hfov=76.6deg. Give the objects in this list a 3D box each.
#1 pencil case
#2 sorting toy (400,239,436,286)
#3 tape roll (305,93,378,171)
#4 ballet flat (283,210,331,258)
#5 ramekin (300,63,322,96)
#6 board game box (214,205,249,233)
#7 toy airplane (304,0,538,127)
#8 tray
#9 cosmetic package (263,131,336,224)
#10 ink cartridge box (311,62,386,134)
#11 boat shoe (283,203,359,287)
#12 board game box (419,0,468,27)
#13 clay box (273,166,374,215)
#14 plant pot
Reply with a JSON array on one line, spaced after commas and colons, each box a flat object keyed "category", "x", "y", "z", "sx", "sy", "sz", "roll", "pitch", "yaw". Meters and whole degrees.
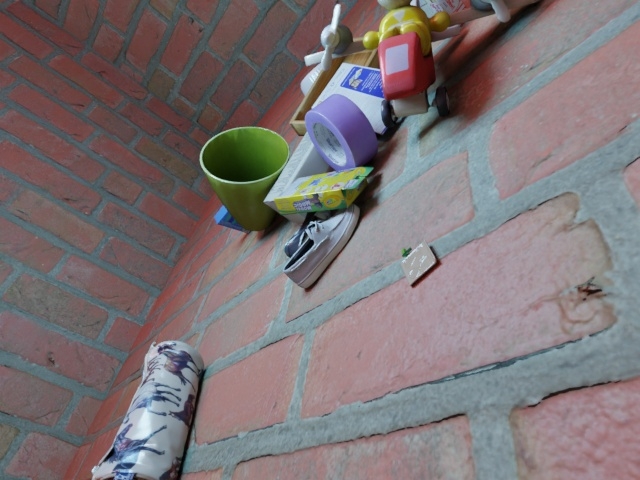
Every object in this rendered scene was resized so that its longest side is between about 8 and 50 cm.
[{"category": "pencil case", "x": -0.419, "y": 0.445, "z": 1.025, "sx": 0.160, "sy": 0.183, "sz": 0.410, "roll": -46, "pitch": 23, "yaw": 23}, {"category": "sorting toy", "x": 0.155, "y": 0.029, "z": 0.656, "sx": 0.062, "sy": 0.012, "sz": 0.083, "roll": -51, "pitch": 26, "yaw": 24}, {"category": "tape roll", "x": 0.051, "y": -0.261, "z": 1.014, "sx": 0.080, "sy": 0.189, "sz": 0.189, "roll": -40, "pitch": 19, "yaw": -13}, {"category": "ballet flat", "x": -0.013, "y": -0.034, "z": 1.025, "sx": 0.203, "sy": 0.074, "sz": 0.074, "roll": -57, "pitch": 22, "yaw": -19}, {"category": "ramekin", "x": 0.015, "y": -0.652, "z": 1.665, "sx": 0.207, "sy": 0.109, "sz": 0.207, "roll": -38, "pitch": 10, "yaw": 8}, {"category": "board game box", "x": -0.285, "y": -0.131, "z": 1.573, "sx": 0.210, "sy": 0.160, "sz": 0.047, "roll": -47, "pitch": 52, "yaw": 19}, {"category": "toy airplane", "x": 0.194, "y": -0.463, "z": 0.884, "sx": 0.386, "sy": 0.272, "sz": 0.384, "roll": -36, "pitch": 41, "yaw": -9}, {"category": "tray", "x": 0.074, "y": -0.542, "z": 1.423, "sx": 0.202, "sy": 0.076, "sz": 0.411, "roll": 13, "pitch": 67, "yaw": 37}, {"category": "cosmetic package", "x": -0.021, "y": -0.201, "z": 1.174, "sx": 0.296, "sy": 0.129, "sz": 0.153, "roll": -59, "pitch": 24, "yaw": -9}, {"category": "ink cartridge box", "x": 0.128, "y": -0.400, "z": 1.157, "sx": 0.176, "sy": 0.069, "sz": 0.371, "roll": -54, "pitch": 39, "yaw": 4}, {"category": "boat shoe", "x": -0.001, "y": 0.000, "z": 0.917, "sx": 0.227, "sy": 0.081, "sz": 0.079, "roll": -54, "pitch": 22, "yaw": 1}, {"category": "board game box", "x": 0.298, "y": -0.635, "z": 1.103, "sx": 0.045, "sy": 0.146, "sz": 0.193, "roll": -53, "pitch": 23, "yaw": 8}, {"category": "clay box", "x": 0.014, "y": -0.118, "z": 0.968, "sx": 0.222, "sy": 0.053, "sz": 0.127, "roll": -2, "pitch": 30, "yaw": 34}, {"category": "plant pot", "x": -0.233, "y": -0.176, "z": 1.358, "sx": 0.294, "sy": 0.274, "sz": 0.275, "roll": 91, "pitch": -169, "yaw": -51}]
